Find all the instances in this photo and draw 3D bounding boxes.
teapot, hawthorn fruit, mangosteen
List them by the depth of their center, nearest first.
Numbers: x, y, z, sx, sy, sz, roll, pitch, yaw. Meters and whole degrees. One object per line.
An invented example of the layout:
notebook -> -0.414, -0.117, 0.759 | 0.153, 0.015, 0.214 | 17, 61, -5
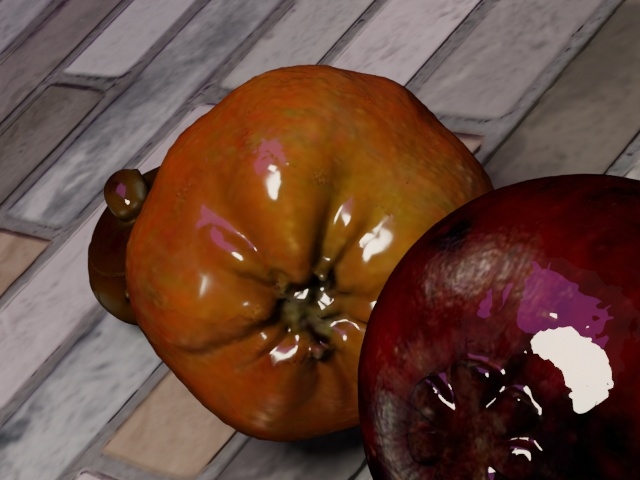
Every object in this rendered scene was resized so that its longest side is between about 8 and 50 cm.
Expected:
mangosteen -> 0.111, 0.061, 0.725 | 0.200, 0.200, 0.200 | -26, 31, 17
hawthorn fruit -> 0.000, 0.000, 0.920 | 0.189, 0.189, 0.189 | -26, 31, 17
teapot -> -0.093, -0.004, 1.109 | 0.098, 0.078, 0.129 | -28, 31, 14
